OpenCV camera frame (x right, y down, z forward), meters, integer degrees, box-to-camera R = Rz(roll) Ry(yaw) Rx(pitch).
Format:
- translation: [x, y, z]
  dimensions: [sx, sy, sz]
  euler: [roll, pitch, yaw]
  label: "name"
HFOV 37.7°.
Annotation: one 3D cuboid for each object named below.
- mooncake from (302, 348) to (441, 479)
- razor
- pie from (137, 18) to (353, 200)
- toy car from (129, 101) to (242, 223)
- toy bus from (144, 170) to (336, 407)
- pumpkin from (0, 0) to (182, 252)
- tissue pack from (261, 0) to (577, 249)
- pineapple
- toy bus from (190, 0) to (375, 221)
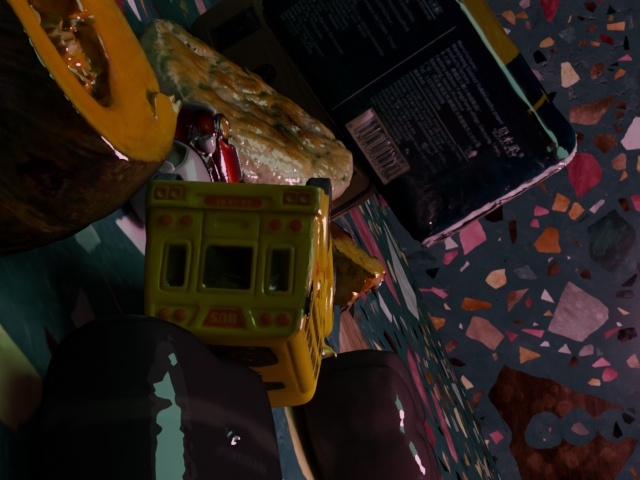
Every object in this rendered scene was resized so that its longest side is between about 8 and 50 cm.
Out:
- translation: [0.070, 0.256, 1.192]
  dimensions: [0.245, 0.133, 0.245]
  euler: [-17, 90, -83]
  label: "mooncake"
- translation: [-0.076, 0.215, 0.555]
  dimensions: [0.204, 0.113, 0.349]
  euler: [49, 20, -54]
  label: "razor"
- translation: [-0.090, -0.150, 1.150]
  dimensions: [0.337, 0.075, 0.337]
  euler: [35, 19, -14]
  label: "pie"
- translation: [-0.140, -0.054, 0.921]
  dimensions: [0.112, 0.112, 0.139]
  euler: [-69, 146, -55]
  label: "toy car"
- translation: [-0.058, 0.055, 0.801]
  dimensions: [0.330, 0.144, 0.152]
  euler: [85, 8, -72]
  label: "toy bus"
- translation: [-0.221, -0.156, 0.625]
  dimensions: [0.317, 0.139, 0.222]
  euler: [61, 14, -12]
  label: "pumpkin"
- translation: [0.141, -0.237, 1.333]
  dimensions: [0.417, 0.264, 0.253]
  euler: [54, 21, -6]
  label: "tissue pack"
- translation: [-0.041, 0.022, 1.160]
  dimensions: [0.233, 0.135, 0.079]
  euler: [41, 28, 12]
  label: "pineapple"
- translation: [-0.063, -0.204, 1.454]
  dimensions: [0.202, 0.176, 0.365]
  euler: [38, 26, -63]
  label: "toy bus"
